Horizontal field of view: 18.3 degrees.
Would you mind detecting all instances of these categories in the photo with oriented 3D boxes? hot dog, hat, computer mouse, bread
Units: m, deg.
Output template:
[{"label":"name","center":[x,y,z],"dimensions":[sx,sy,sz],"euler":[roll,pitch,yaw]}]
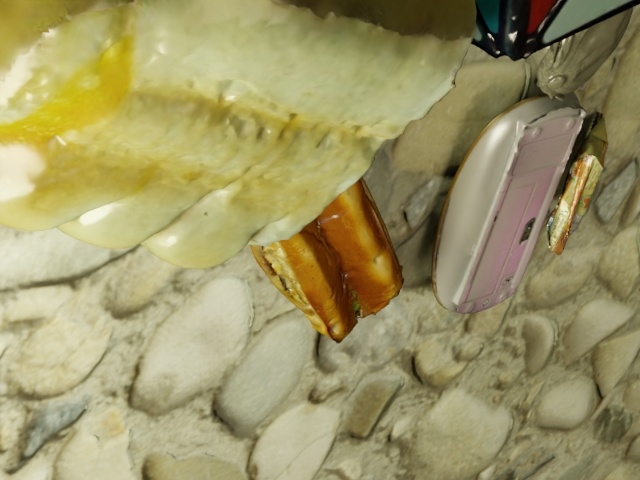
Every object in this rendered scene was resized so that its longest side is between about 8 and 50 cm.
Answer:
[{"label":"hot dog","center":[0.000,0.000,1.723],"dimensions":[0.115,0.072,0.269],"euler":[-40,145,-13]},{"label":"hat","center":[0.253,-0.240,1.681],"dimensions":[0.244,0.149,0.214],"euler":[-32,158,-4]},{"label":"computer mouse","center":[0.173,-0.039,1.880],"dimensions":[0.126,0.056,0.245],"euler":[-15,133,-40]},{"label":"bread","center":[-0.112,-0.140,1.345],"dimensions":[0.341,0.210,0.300],"euler":[6,137,-39]}]

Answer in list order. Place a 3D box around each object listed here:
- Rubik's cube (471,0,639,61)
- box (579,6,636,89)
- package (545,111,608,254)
[{"label":"Rubik's cube","center":[0.151,-0.317,1.436],"dimensions":[0.248,0.246,0.250],"euler":[-29,139,-27]},{"label":"box","center":[0.251,-0.200,1.830],"dimensions":[0.050,0.036,0.117],"euler":[19,107,-52]},{"label":"package","center":[0.250,-0.056,1.923],"dimensions":[0.121,0.031,0.108],"euler":[-63,174,-62]}]
